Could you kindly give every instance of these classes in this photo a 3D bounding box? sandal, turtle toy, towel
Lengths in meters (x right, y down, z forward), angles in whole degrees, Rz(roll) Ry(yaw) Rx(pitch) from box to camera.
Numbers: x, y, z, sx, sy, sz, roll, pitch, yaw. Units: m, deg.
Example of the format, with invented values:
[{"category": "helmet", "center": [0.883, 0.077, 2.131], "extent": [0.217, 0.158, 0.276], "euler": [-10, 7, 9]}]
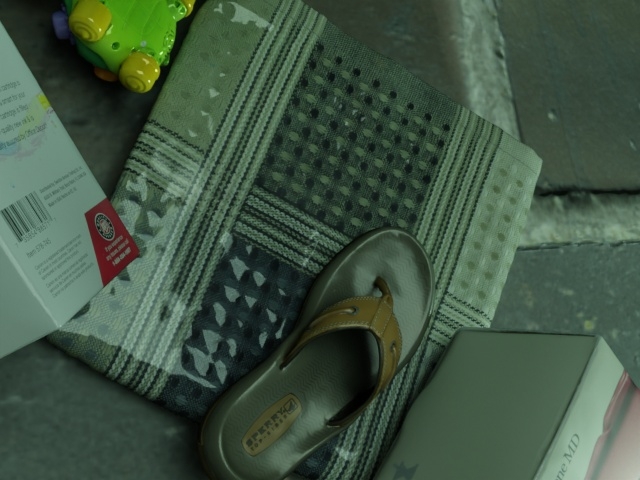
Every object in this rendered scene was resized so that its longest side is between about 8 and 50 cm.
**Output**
[{"category": "sandal", "center": [0.008, 0.075, 0.688], "extent": [0.219, 0.060, 0.090], "euler": [-42, 98, -28]}, {"category": "turtle toy", "center": [-0.147, -0.160, 0.704], "extent": [0.130, 0.066, 0.095], "euler": [46, 51, -37]}, {"category": "towel", "center": [0.000, 0.000, 0.768], "extent": [0.312, 0.056, 0.324], "euler": [30, 67, -17]}]

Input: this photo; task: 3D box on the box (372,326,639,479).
[{"category": "box", "center": [0.167, 0.189, 0.729], "extent": [0.232, 0.127, 0.149], "euler": [50, 58, -28]}]

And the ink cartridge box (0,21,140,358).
[{"category": "ink cartridge box", "center": [-0.210, -0.023, 0.569], "extent": [0.176, 0.127, 0.128], "euler": [61, 18, -10]}]
